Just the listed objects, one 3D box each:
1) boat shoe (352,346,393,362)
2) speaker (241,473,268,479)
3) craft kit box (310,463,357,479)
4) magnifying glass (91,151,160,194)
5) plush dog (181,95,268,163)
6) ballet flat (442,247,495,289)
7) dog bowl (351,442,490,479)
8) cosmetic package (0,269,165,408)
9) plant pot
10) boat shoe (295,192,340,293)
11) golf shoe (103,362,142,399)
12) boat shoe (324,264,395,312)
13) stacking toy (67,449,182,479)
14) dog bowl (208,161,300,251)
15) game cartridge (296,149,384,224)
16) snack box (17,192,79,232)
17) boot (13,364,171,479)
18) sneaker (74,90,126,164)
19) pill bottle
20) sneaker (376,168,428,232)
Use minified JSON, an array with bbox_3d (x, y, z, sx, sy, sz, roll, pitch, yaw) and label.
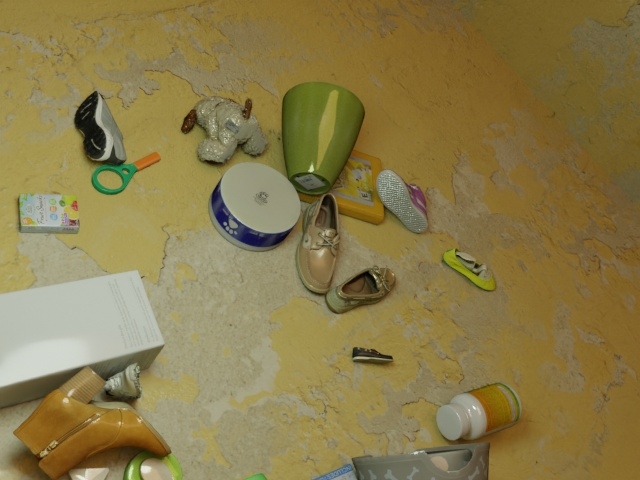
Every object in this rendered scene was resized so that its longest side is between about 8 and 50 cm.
[{"bbox_3d":[0.155,0.337,1.959,0.133,0.049,0.042,10,62,-20],"label":"boat shoe"},{"bbox_3d":[-0.123,0.683,1.487,0.131,0.131,0.296,-10,64,-36],"label":"speaker"},{"bbox_3d":[0.019,0.702,1.613,0.250,0.061,0.246,-9,61,-36],"label":"craft kit box"},{"bbox_3d":[-0.554,-0.200,1.922,0.092,0.026,0.231,47,49,6],"label":"magnifying glass"},{"bbox_3d":[-0.308,-0.383,2.111,0.225,0.210,0.262,33,39,30],"label":"plush dog"},{"bbox_3d":[0.537,0.098,2.345,0.231,0.077,0.077,32,47,-9],"label":"ballet flat"},{"bbox_3d":[0.256,0.574,1.668,0.349,0.349,0.102,4,69,-30],"label":"dog bowl"},{"bbox_3d":[-0.580,0.219,1.519,0.385,0.156,0.217,-9,64,-35],"label":"cosmetic package"},{"bbox_3d":[-0.013,-0.304,2.135,0.275,0.275,0.293,20,62,-19],"label":"plant pot"},{"bbox_3d":[0.000,0.000,2.060,0.122,0.110,0.341,16,52,-22],"label":"boat shoe"},{"bbox_3d":[-0.449,0.328,1.510,0.086,0.176,0.069,-3,64,-20],"label":"golf shoe"},{"bbox_3d":[0.142,0.143,2.060,0.285,0.089,0.104,-23,72,-41],"label":"boat shoe"},{"bbox_3d":[-0.381,0.574,1.404,0.309,0.130,0.279,-2,60,-33],"label":"stacking toy"},{"bbox_3d":[-0.196,-0.104,2.017,0.265,0.104,0.264,16,52,-22],"label":"dog bowl"},{"bbox_3d":[0.065,-0.217,2.296,0.324,0.052,0.285,17,51,-22],"label":"game cartridge"},{"bbox_3d":[-0.701,-0.069,1.726,0.141,0.037,0.100,1,57,-31],"label":"snack box"},{"bbox_3d":[-0.485,0.433,1.434,0.211,0.104,0.295,-48,112,-20],"label":"boot"},{"bbox_3d":[-0.629,-0.319,1.921,0.108,0.100,0.271,28,32,-53],"label":"sneaker"},{"bbox_3d":[0.464,0.508,1.968,0.246,0.136,0.136,-6,62,-35],"label":"pill bottle"},{"bbox_3d":[0.284,-0.170,2.331,0.282,0.102,0.161,52,33,-33],"label":"sneaker"}]
